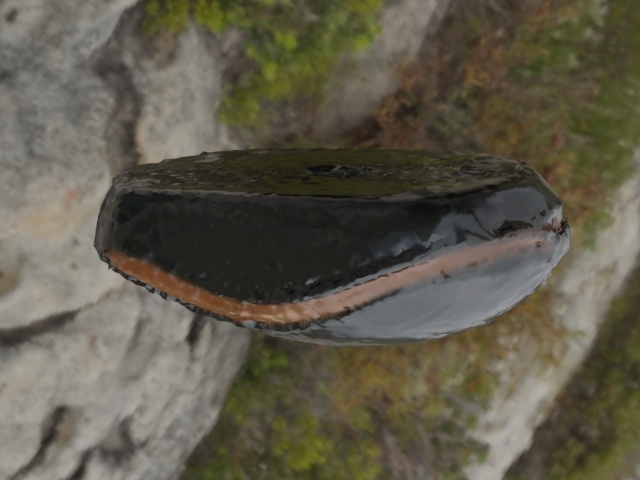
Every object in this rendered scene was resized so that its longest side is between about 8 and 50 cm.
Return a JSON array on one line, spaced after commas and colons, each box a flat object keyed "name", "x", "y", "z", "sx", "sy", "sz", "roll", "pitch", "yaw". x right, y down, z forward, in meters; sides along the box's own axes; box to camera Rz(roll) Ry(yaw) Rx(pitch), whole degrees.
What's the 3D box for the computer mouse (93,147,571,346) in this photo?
[{"name": "computer mouse", "x": 0.001, "y": 0.005, "z": 0.767, "sx": 0.183, "sy": 0.323, "sz": 0.116, "roll": -18, "pitch": 109, "yaw": -56}]
